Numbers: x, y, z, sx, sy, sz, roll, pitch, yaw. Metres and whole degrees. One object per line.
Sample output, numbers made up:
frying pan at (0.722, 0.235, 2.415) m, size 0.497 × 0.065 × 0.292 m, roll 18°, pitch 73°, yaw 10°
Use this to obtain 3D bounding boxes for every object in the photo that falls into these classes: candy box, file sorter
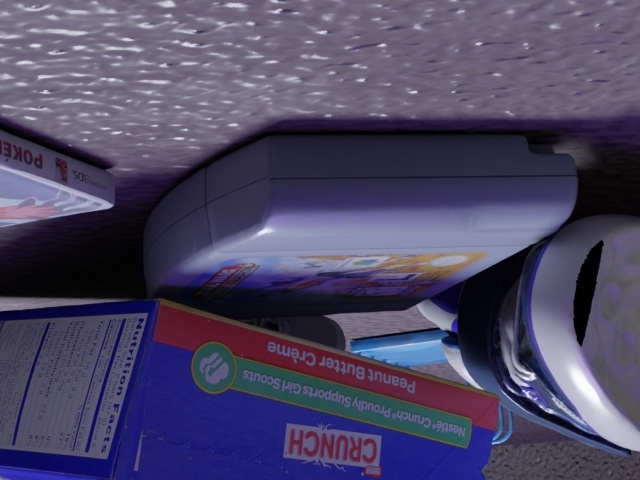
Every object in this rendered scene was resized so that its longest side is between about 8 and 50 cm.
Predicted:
candy box at (-0.087, 0.129, 1.089) m, size 0.268 × 0.122 × 0.317 m, roll 20°, pitch 166°, yaw -33°
file sorter at (0.116, 0.151, 1.597) m, size 0.118 × 0.104 × 0.170 m, roll -8°, pitch 168°, yaw 19°

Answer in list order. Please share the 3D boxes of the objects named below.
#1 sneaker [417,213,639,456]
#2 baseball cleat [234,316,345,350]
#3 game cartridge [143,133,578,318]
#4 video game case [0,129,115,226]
sneaker at (0.137, 0.056, 1.033) m, size 0.236 × 0.130 × 0.323 m, roll 8°, pitch 171°, yaw 35°
baseball cleat at (-0.076, 0.085, 1.283) m, size 0.206 × 0.072 × 0.109 m, roll -7°, pitch 163°, yaw -9°
game cartridge at (0.000, 0.000, 0.946) m, size 0.198 × 0.062 × 0.297 m, roll -6°, pitch 169°, yaw -18°
video game case at (-0.233, -0.025, 0.793) m, size 0.201 × 0.023 × 0.183 m, roll -10°, pitch 168°, yaw 21°
